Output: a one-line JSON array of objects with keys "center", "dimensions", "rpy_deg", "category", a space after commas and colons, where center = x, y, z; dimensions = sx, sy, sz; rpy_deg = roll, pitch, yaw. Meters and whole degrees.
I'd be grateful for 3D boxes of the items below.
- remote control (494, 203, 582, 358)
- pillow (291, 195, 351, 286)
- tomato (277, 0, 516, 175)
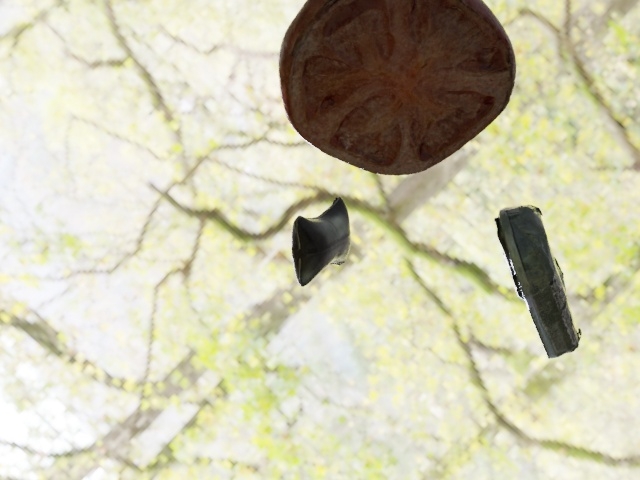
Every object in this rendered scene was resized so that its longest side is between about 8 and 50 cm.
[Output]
[{"center": [0.233, 0.046, 1.332], "dimensions": [0.247, 0.052, 0.104], "rpy_deg": [55, -160, -57], "category": "remote control"}, {"center": [0.002, 0.000, 1.645], "dimensions": [0.055, 0.091, 0.136], "rpy_deg": [29, -156, 16], "category": "pillow"}, {"center": [0.074, -0.182, 1.254], "dimensions": [0.237, 0.237, 0.095], "rpy_deg": [47, -160, -33], "category": "tomato"}]
